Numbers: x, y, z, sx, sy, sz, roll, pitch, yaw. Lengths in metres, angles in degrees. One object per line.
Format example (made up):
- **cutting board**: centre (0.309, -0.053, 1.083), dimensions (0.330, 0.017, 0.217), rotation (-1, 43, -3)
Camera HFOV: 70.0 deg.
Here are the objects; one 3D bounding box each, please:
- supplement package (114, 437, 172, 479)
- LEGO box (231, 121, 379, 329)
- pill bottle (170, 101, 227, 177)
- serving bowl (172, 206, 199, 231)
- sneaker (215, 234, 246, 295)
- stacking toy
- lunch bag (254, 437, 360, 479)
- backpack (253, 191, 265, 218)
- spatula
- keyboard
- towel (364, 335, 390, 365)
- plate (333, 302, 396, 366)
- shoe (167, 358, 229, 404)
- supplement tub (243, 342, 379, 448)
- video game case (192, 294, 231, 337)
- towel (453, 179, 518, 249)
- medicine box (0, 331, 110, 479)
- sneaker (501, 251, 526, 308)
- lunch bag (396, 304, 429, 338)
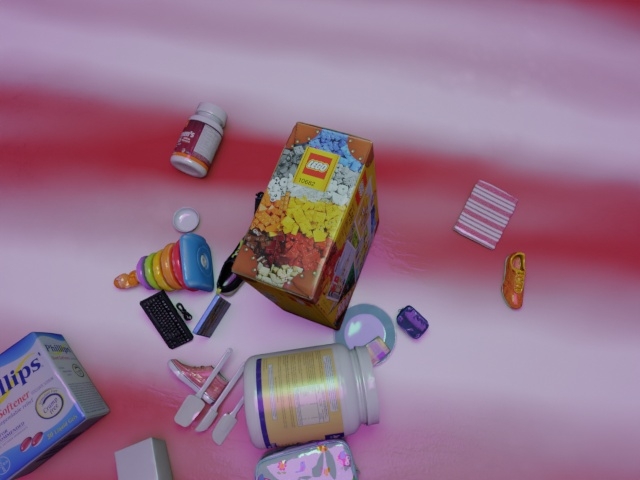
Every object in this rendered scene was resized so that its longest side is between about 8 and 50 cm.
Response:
- **supplement package**: centre (-0.461, 0.633, 1.210), dimensions (0.105, 0.105, 0.180), rotation (-21, 62, -5)
- **LEGO box**: centre (0.000, 0.000, 1.189), dimensions (0.193, 0.500, 0.373), rotation (18, 76, 14)
- **pill bottle**: centre (-0.388, -0.327, 1.480), dimensions (0.121, 0.121, 0.221), rotation (18, 76, 5)
- **serving bowl**: centre (-0.426, -0.063, 1.457), dimensions (0.083, 0.027, 0.084), rotation (0, 75, -1)
- **sneaker**: centre (-0.241, 0.068, 1.386), dimensions (0.084, 0.097, 0.235), rotation (26, 76, 6)
- **stacking toy**: centre (-0.482, 0.094, 1.369), dimensions (0.301, 0.175, 0.166), rotation (-14, 76, 11)
- **lunch bag**: centre (-0.029, 0.649, 1.224), dimensions (0.278, 0.108, 0.224), rotation (-13, 72, -4)
- **backpack**: centre (-0.111, -0.084, 1.398), dimensions (0.173, 0.158, 0.117), rotation (5, 93, -1)
- **spatula**: centre (-0.276, 0.436, 1.291), dimensions (0.168, 0.019, 0.242), rotation (39, 77, -18)
- **keyboard**: centre (-0.435, 0.228, 1.332), dimensions (0.108, 0.023, 0.180), rotation (-27, 113, -6)
- **towel**: centre (0.156, 0.325, 1.337), dimensions (0.083, 0.009, 0.060), rotation (-36, 77, -10)
- **plate**: centre (0.132, 0.282, 1.367), dimensions (0.187, 0.024, 0.188), rotation (0, 75, -1)
- **shoe**: centre (-0.352, 0.384, 1.322), dimensions (0.178, 0.063, 0.081), rotation (40, 77, 4)
- **supplement tub**: centre (-0.025, 0.407, 1.221), dimensions (0.330, 0.241, 0.241), rotation (-8, 75, -2)
- **video game case**: centre (-0.308, 0.219, 1.309), dimensions (0.015, 0.166, 0.119), rotation (29, 77, 7)
- **towel**: centre (0.529, -0.083, 1.465), dimensions (0.144, 0.029, 0.197), rotation (29, 79, 7)
- **medicine box**: centre (-0.793, 0.447, 1.258), dimensions (0.263, 0.149, 0.289), rotation (-38, 79, -9)
- **sneaker**: centre (0.590, 0.120, 1.388), dimensions (0.064, 0.067, 0.175), rotation (3, 77, -1)
- **lunch bag**: centre (0.270, 0.239, 1.358), dimensions (0.098, 0.065, 0.067), rotation (45, 95, 10)
